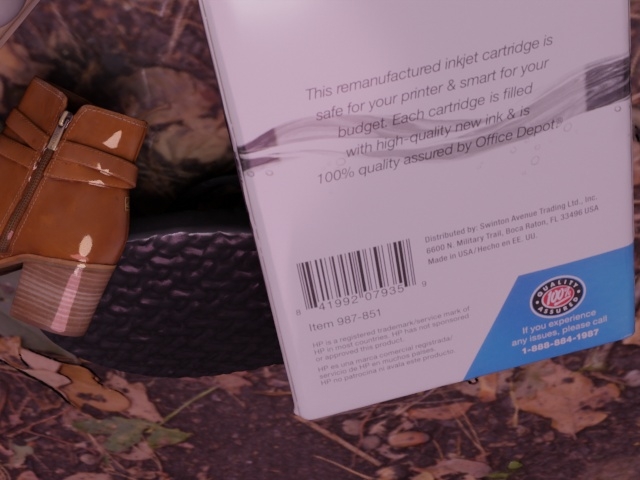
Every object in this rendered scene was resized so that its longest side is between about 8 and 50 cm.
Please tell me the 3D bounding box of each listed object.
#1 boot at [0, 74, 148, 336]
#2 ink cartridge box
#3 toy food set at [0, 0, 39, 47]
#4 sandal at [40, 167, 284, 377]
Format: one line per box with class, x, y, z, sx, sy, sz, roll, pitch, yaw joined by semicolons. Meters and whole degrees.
boot;-0.215;-0.038;0.667;0.197;0.073;0.153;19;95;5
ink cartridge box;0.057;-0.072;0.598;0.223;0.129;0.308;-13;120;-3
toy food set;-0.295;-0.135;0.604;0.219;0.092;0.306;23;131;-39
sandal;0.002;0.001;0.778;0.445;0.107;0.168;-12;133;-5
